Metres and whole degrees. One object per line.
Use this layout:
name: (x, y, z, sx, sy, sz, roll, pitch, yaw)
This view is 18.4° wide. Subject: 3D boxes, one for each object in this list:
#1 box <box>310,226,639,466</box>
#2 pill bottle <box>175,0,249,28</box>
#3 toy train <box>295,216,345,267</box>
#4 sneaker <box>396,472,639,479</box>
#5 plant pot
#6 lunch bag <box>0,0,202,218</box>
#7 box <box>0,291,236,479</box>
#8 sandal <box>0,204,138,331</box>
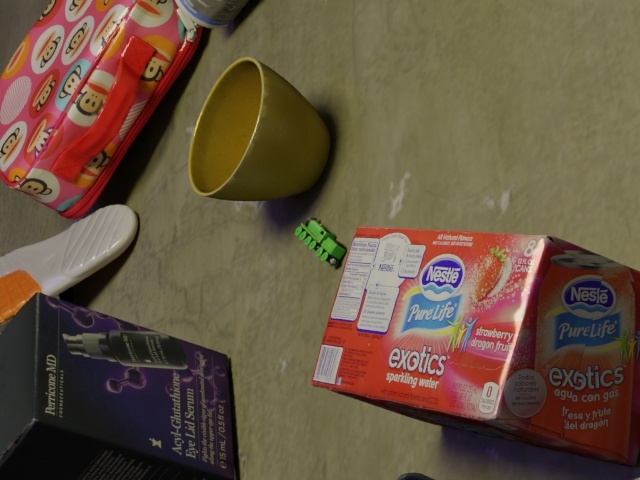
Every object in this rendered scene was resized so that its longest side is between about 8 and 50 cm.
box: (0.116, 0.069, 1.376, 0.257, 0.122, 0.128, 3, 75, 62)
pill bottle: (-0.089, -0.289, 2.045, 0.137, 0.078, 0.078, -44, 37, 42)
toy train: (0.000, 0.000, 1.754, 0.024, 0.017, 0.083, -56, 29, 6)
sneaker: (0.113, 0.197, 1.262, 0.235, 0.153, 0.094, -27, 51, 53)
plant pot: (-0.048, -0.090, 1.815, 0.134, 0.095, 0.134, -40, 40, 45)
lunch bag: (-0.254, -0.179, 2.203, 0.293, 0.120, 0.258, -55, 28, 10)
box: (-0.192, 0.161, 1.790, 0.108, 0.207, 0.153, -49, 34, 36)
sandal: (-0.293, 0.050, 2.210, 0.265, 0.076, 0.102, -25, 43, 27)
